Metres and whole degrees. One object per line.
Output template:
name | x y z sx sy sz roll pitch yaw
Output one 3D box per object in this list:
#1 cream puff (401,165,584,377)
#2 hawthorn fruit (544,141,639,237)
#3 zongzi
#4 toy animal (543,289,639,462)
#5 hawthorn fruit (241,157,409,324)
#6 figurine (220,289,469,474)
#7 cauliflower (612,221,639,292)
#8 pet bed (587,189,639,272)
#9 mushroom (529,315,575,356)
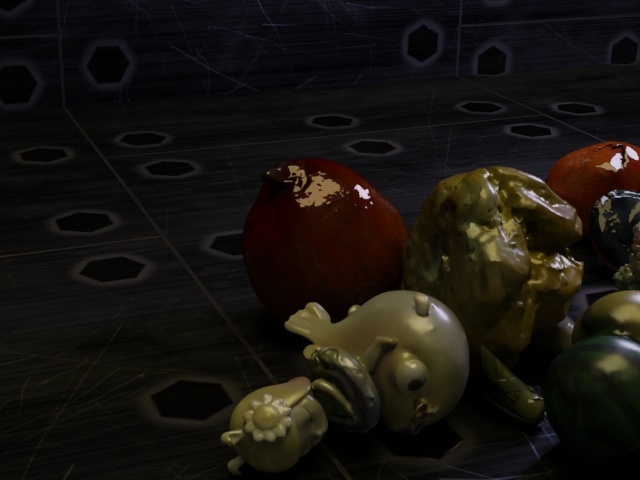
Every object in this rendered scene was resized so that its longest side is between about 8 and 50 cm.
cream puff | 0.290 0.052 1.736 0.257 0.291 0.324 1 63 -16
hawthorn fruit | 0.566 -0.100 2.314 0.299 0.211 0.211 -6 13 41
zongzi | 0.281 0.214 1.593 0.109 0.119 0.055 21 50 36
toy animal | 0.438 0.177 1.551 0.191 0.216 0.338 47 50 12
hawthorn fruit | 0.006 0.007 1.858 0.295 0.311 0.295 -17 1 0
figurine | 0.015 0.199 1.543 0.394 0.226 0.274 -29 47 -28
cauliflower | 0.667 0.042 1.969 0.239 0.256 0.315 58 27 14
pet bed | 0.620 -0.011 2.135 0.201 0.053 0.201 2 63 -4
mushroom | 0.403 0.166 1.768 0.081 0.092 0.223 -42 30 -9
